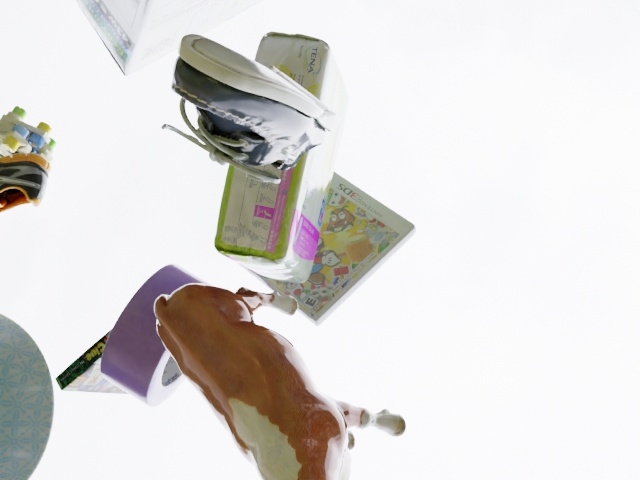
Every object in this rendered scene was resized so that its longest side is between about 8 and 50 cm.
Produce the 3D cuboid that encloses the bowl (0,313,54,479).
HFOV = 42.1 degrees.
[{"bbox_3d":[-0.543,0.243,1.178,0.156,0.289,0.289,-7,-105,31],"label":"bowl"}]

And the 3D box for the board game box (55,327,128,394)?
[{"bbox_3d":[-0.293,0.202,1.357,0.136,0.260,0.030,-43,-116,12],"label":"board game box"}]

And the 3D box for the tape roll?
[{"bbox_3d":[-0.218,0.132,1.165,0.080,0.189,0.189,29,-84,11],"label":"tape roll"}]

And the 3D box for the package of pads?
[{"bbox_3d":[-0.045,-0.102,1.109,0.101,0.229,0.296,10,-97,10],"label":"package of pads"}]

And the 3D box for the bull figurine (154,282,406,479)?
[{"bbox_3d":[-0.036,0.153,0.778,0.101,0.188,0.310,-51,-121,20],"label":"bull figurine"}]

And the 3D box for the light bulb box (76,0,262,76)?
[{"bbox_3d":[-0.166,-0.444,1.137,0.358,0.361,0.225,-35,-83,-19],"label":"light bulb box"}]

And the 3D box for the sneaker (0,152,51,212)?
[{"bbox_3d":[-0.541,-0.081,1.334,0.215,0.084,0.083,-12,-118,5],"label":"sneaker"}]

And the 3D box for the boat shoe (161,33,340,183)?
[{"bbox_3d":[-0.052,-0.091,0.613,0.095,0.254,0.079,36,-80,4],"label":"boat shoe"}]

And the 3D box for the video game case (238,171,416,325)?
[{"bbox_3d":[0.000,0.000,1.309,0.206,0.026,0.227,36,-113,29],"label":"video game case"}]

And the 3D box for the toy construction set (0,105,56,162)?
[{"bbox_3d":[-0.700,-0.225,1.766,0.328,0.215,0.151,32,-109,23],"label":"toy construction set"}]
